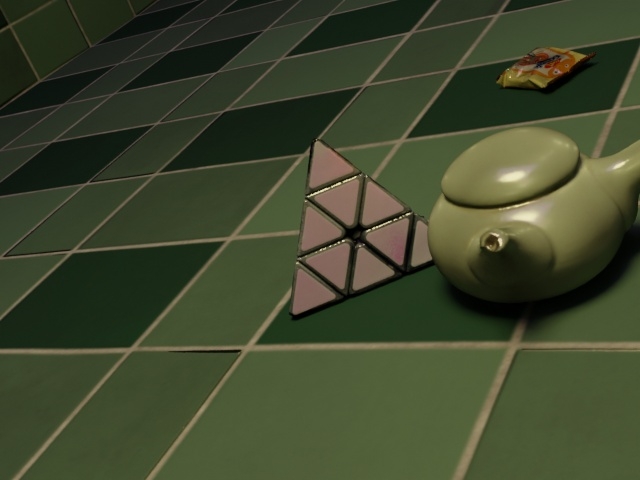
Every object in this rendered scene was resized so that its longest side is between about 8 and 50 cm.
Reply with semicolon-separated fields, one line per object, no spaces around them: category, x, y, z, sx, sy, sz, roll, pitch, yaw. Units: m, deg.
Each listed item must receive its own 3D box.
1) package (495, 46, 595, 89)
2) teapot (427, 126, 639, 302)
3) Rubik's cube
package;0.339;-0.262;1.447;0.108;0.031;0.120;-34;29;-22
teapot;0.260;-0.056;0.984;0.318;0.149;0.220;-27;27;-6
Rubik's cube;0.000;0.000;1.111;0.178;0.190;0.211;-52;30;-18
